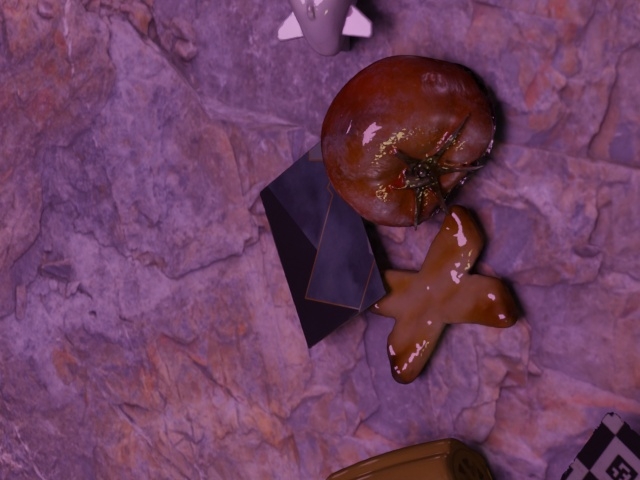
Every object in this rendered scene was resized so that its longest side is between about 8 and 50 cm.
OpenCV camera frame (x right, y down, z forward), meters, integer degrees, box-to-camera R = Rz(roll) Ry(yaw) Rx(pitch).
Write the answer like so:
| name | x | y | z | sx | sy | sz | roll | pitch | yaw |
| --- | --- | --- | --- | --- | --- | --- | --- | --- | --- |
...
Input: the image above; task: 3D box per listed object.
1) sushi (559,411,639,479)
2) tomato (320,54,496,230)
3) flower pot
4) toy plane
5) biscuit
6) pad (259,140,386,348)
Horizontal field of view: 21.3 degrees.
| name | x | y | z | sx | sy | sz | roll | pitch | yaw |
| --- | --- | --- | --- | --- | --- | --- | --- | --- | --- |
| sushi | 0.393 | 0.415 | 1.930 | 0.359 | 0.064 | 0.343 | 46 | 131 | 23 |
| tomato | 0.084 | -0.125 | 2.052 | 0.214 | 0.155 | 0.180 | -55 | 45 | 27 |
| flower pot | 0.122 | 0.340 | 2.086 | 0.179 | 0.195 | 0.195 | -31 | 75 | 26 |
| toy plane | 0.007 | -0.363 | 2.124 | 0.267 | 0.122 | 0.266 | 3 | 98 | 22 |
| biscuit | 0.141 | 0.069 | 2.114 | 0.208 | 0.047 | 0.164 | -35 | 74 | 38 |
| pad | 0.000 | 0.000 | 2.222 | 0.164 | 0.004 | 0.243 | -38 | 59 | 38 |
